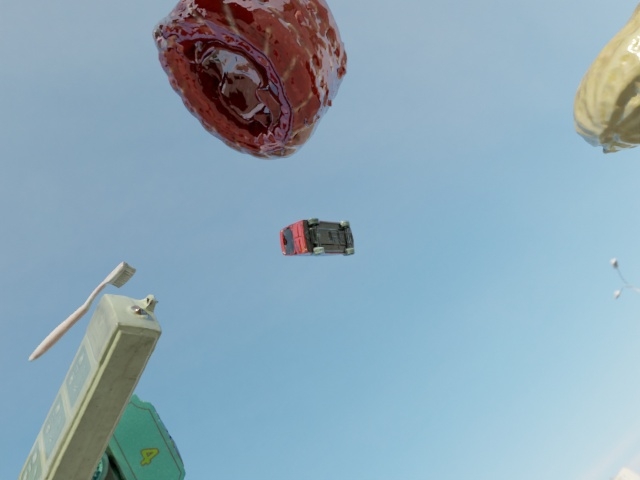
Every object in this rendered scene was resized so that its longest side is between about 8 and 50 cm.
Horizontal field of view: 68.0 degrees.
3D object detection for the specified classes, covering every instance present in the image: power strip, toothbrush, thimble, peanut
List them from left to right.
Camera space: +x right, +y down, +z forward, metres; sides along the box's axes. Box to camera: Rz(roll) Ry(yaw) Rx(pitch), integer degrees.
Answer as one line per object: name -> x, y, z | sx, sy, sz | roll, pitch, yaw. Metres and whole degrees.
toothbrush -> -0.439, 0.138, 0.864 | 0.307, 0.025, 0.029 | -40, -56, 17
power strip -> -0.246, 0.180, 0.496 | 0.052, 0.078, 0.272 | 24, -84, -40
thimble -> -0.066, -0.190, 0.509 | 0.189, 0.163, 0.125 | 46, -130, -31
peanut -> 0.460, -0.263, 0.622 | 0.149, 0.149, 0.313 | 9, -59, -42

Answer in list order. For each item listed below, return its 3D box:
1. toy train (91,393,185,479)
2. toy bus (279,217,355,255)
toy train -> -0.280, 0.312, 0.645 | 0.154, 0.107, 0.198 | -30, -82, -48
toy bus -> 0.000, 0.000, 1.094 | 0.195, 0.089, 0.081 | 1, -104, -53
